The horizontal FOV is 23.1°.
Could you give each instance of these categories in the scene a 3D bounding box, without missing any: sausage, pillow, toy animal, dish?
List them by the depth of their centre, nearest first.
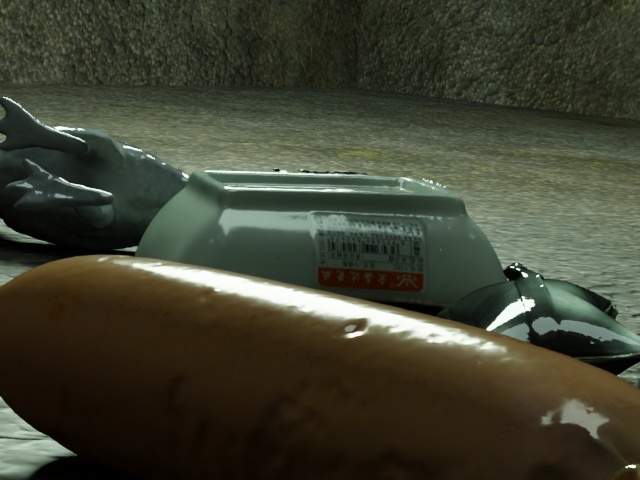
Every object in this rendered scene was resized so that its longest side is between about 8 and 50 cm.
[{"bbox_3d":[-0.004,0.059,0.533,0.289,0.086,0.086,9,10,39],"label":"sausage"},{"bbox_3d":[0.108,0.047,0.771,0.091,0.055,0.135,21,10,-4],"label":"pillow"},{"bbox_3d":[0.000,0.000,0.948,0.212,0.077,0.151,2,8,-17],"label":"dish"},{"bbox_3d":[-0.148,-0.036,1.057,0.367,0.081,0.206,5,-10,19],"label":"toy animal"}]

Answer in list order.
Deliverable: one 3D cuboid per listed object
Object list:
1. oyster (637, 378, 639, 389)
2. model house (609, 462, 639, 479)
[{"bbox_3d":[0.240,0.049,0.712,0.191,0.081,0.163,-18,-19,25],"label":"oyster"},{"bbox_3d":[0.110,0.086,0.348,0.149,0.119,0.148,-11,15,-32],"label":"model house"}]
